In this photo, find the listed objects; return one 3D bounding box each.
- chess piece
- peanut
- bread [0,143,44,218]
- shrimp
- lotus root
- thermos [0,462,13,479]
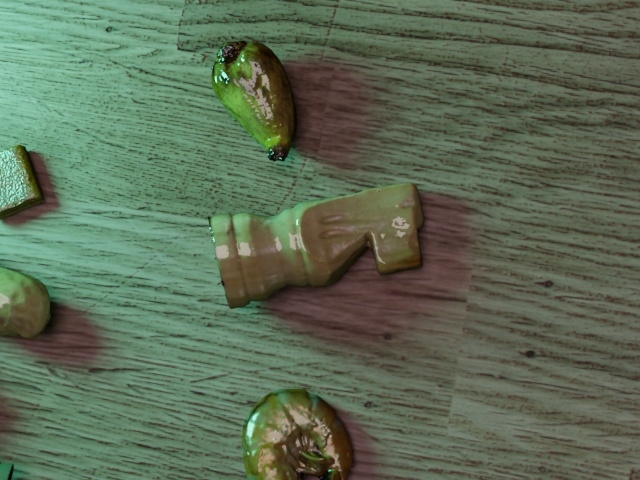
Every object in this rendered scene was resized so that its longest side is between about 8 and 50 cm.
[{"bbox_3d":[0.000,0.000,1.828,0.300,0.137,0.137,-13,77,0],"label":"chess piece"},{"bbox_3d":[-0.513,0.067,1.929,0.256,0.123,0.124,17,84,13],"label":"peanut"},{"bbox_3d":[-0.477,-0.087,1.987,0.090,0.035,0.094,-24,75,8],"label":"bread"},{"bbox_3d":[-0.020,0.342,1.794,0.152,0.063,0.287,-13,76,-1],"label":"shrimp"},{"bbox_3d":[-0.087,-0.198,1.890,0.108,0.094,0.191,-32,82,30],"label":"lotus root"},{"bbox_3d":[-0.542,0.343,1.870,0.187,0.083,0.073,11,114,-6],"label":"thermos"}]
